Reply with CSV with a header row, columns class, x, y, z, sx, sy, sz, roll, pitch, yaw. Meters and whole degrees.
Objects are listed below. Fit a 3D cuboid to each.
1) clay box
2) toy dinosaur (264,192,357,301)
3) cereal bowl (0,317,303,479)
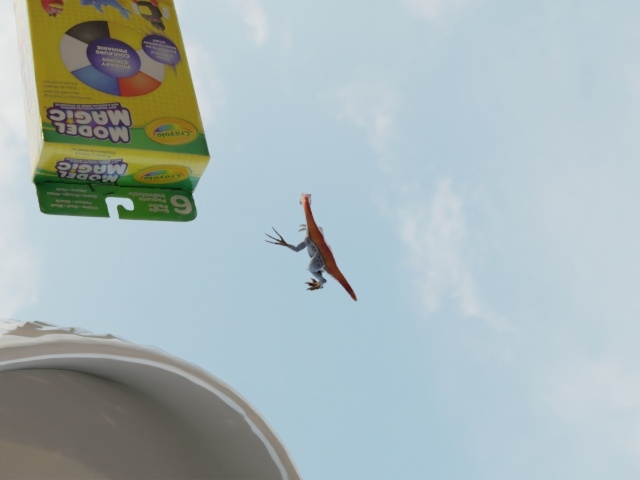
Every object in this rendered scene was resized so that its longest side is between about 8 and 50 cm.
class,x,y,z,sx,sy,sz,roll,pitch,yaw
clay box,-0.165,-0.117,0.708,0.127,0.053,0.222,2,-127,-28
toy dinosaur,0.000,0.000,0.792,0.090,0.082,0.047,16,-141,10
cereal bowl,-0.151,0.187,0.307,0.339,0.141,0.339,-15,-71,-51
